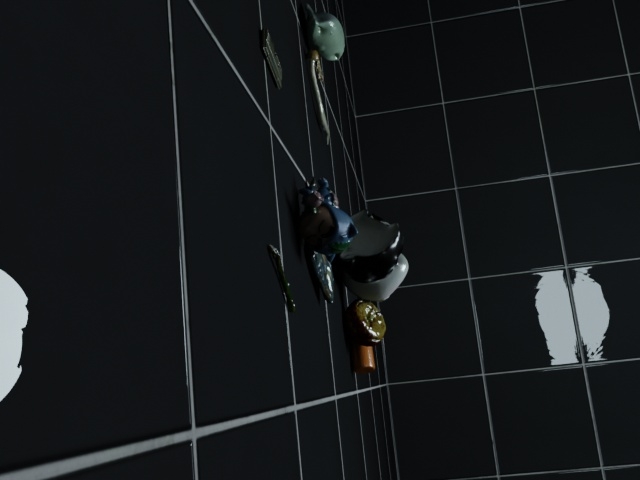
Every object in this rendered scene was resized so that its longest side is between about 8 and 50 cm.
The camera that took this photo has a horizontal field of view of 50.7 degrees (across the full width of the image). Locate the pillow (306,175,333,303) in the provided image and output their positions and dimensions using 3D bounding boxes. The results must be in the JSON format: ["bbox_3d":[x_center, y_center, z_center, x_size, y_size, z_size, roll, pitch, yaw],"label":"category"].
[{"bbox_3d":[0.000,0.000,1.562,0.189,0.034,0.256,75,11,-45],"label":"pillow"}]

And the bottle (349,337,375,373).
[{"bbox_3d":[0.123,0.309,2.053,0.069,0.069,0.187,70,13,-57],"label":"bottle"}]

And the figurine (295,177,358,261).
[{"bbox_3d":[-0.007,-0.053,1.376,0.144,0.114,0.178,30,32,-45],"label":"figurine"}]

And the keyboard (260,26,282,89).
[{"bbox_3d":[-0.094,-0.345,1.288,0.129,0.015,0.049,66,23,-66],"label":"keyboard"}]

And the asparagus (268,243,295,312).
[{"bbox_3d":[-0.062,0.062,1.119,0.163,0.016,0.016,77,28,-42],"label":"asparagus"}]

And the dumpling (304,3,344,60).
[{"bbox_3d":[-0.006,-0.603,1.943,0.105,0.149,0.216,-59,163,0],"label":"dumpling"}]

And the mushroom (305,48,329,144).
[{"bbox_3d":[-0.002,-0.399,1.950,0.068,0.043,0.306,-52,142,-44],"label":"mushroom"}]

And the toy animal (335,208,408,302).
[{"bbox_3d":[0.150,0.048,1.968,0.267,0.212,0.213,68,16,-58],"label":"toy animal"}]

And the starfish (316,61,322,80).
[{"bbox_3d":[-0.004,-0.548,2.150,0.086,0.016,0.092,71,11,-64],"label":"starfish"}]

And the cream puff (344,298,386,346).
[{"bbox_3d":[0.127,0.247,1.996,0.149,0.084,0.149,32,39,-30],"label":"cream puff"}]
